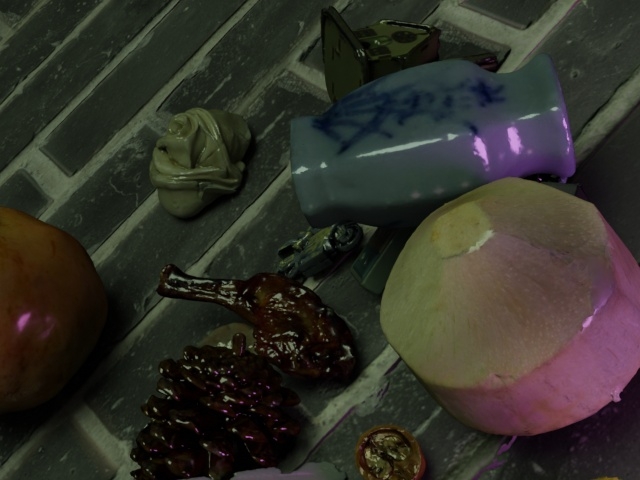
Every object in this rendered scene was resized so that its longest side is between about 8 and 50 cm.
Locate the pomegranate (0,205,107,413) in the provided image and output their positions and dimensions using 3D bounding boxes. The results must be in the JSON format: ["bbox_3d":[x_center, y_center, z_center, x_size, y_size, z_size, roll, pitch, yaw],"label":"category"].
[{"bbox_3d":[-0.598,0.143,2.094,0.411,0.411,0.411,-20,46,22],"label":"pomegranate"}]

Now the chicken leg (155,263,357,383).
[{"bbox_3d":[-0.096,0.123,1.909,0.407,0.096,0.158,25,44,32],"label":"chicken leg"}]

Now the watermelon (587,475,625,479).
[{"bbox_3d":[0.348,0.338,1.449,0.105,0.062,0.105,-18,8,3],"label":"watermelon"}]

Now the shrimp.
[{"bbox_3d":[-0.182,0.247,1.925,0.145,0.059,0.254,22,65,34],"label":"shrimp"}]

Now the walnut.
[{"bbox_3d":[0.105,0.317,1.658,0.091,0.052,0.121,-45,44,-7],"label":"walnut"}]

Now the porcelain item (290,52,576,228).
[{"bbox_3d":[0.164,-0.140,1.731,0.405,0.178,0.242,-13,44,10],"label":"porcelain item"}]

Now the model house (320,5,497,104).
[{"bbox_3d":[0.161,-0.321,2.094,0.279,0.204,0.218,-14,42,-15],"label":"model house"}]

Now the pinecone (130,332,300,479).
[{"bbox_3d":[-0.163,0.288,1.762,0.244,0.244,0.309,41,105,48],"label":"pinecone"}]

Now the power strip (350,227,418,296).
[{"bbox_3d":[0.127,-0.023,1.900,0.215,0.061,0.145,-55,20,7],"label":"power strip"}]

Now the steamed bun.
[{"bbox_3d":[-0.246,-0.171,2.251,0.218,0.144,0.211,-27,44,16],"label":"steamed bun"}]

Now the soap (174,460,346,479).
[{"bbox_3d":[-0.119,0.386,1.612,0.302,0.258,0.159,-37,41,3],"label":"soap"}]

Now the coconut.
[{"bbox_3d":[0.254,0.083,1.536,0.353,0.352,0.352,-20,46,22],"label":"coconut"}]

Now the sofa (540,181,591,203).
[{"bbox_3d":[0.360,-0.032,1.694,0.085,0.147,0.060,6,63,38],"label":"sofa"}]

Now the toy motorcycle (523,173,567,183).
[{"bbox_3d":[0.248,-0.012,1.793,0.315,0.113,0.169,-50,32,2],"label":"toy motorcycle"}]

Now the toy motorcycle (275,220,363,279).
[{"bbox_3d":[0.000,0.000,1.988,0.193,0.061,0.124,-27,34,32],"label":"toy motorcycle"}]
